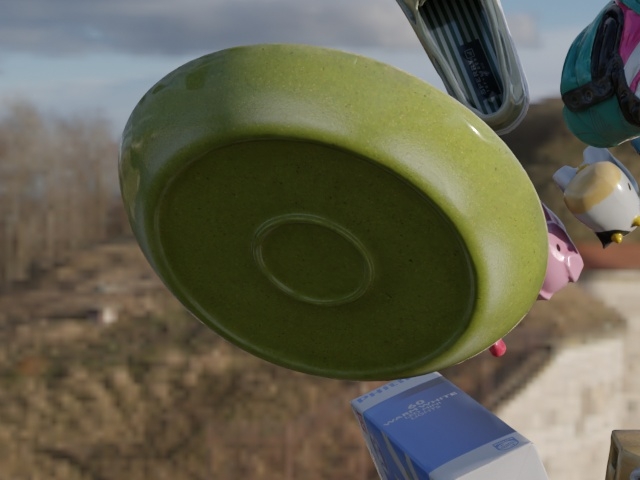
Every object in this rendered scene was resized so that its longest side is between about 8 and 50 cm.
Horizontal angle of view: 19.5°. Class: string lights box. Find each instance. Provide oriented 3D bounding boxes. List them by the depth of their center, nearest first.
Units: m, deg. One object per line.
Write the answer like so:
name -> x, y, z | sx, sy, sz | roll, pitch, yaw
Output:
string lights box -> 0.109, 0.192, 1.410 | 0.076, 0.133, 0.259 | -24, 13, -9

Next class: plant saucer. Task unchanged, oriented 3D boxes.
plant saucer -> 0.000, 0.000, 0.995 | 0.241, 0.241, 0.037 | 1, 44, 20

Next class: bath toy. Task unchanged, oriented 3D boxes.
bath toy -> 0.262, 0.003, 2.085 | 0.348, 0.129, 0.151 | -38, -15, 15

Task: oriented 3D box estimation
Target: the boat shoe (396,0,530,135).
boat shoe -> 0.119, -0.243, 1.756 | 0.109, 0.302, 0.094 | -27, -5, 4

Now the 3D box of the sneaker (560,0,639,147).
sneaker -> 0.292, -0.114, 1.614 | 0.123, 0.296, 0.178 | 19, -39, -26

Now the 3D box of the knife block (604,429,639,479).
knife block -> 0.324, 0.156, 1.031 | 0.275, 0.088, 0.242 | 19, 25, 33
